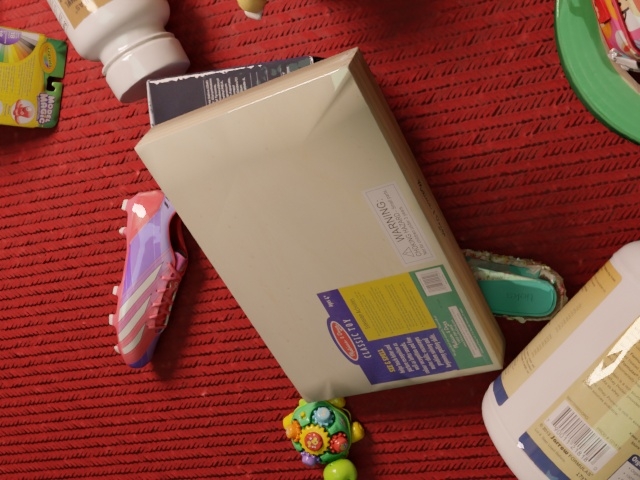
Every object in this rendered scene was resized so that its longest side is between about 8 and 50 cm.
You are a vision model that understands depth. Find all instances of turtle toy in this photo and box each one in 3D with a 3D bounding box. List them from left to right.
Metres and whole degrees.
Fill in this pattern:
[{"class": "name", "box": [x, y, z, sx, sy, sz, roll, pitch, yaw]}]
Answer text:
[{"class": "turtle toy", "box": [0.007, 0.265, 1.097, 0.095, 0.066, 0.130, -32, 90, 18]}]

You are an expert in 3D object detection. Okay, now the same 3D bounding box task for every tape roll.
[{"class": "tape roll", "box": [0.414, -0.248, 0.885, 0.321, 0.077, 0.321, 1, 96, 13]}]

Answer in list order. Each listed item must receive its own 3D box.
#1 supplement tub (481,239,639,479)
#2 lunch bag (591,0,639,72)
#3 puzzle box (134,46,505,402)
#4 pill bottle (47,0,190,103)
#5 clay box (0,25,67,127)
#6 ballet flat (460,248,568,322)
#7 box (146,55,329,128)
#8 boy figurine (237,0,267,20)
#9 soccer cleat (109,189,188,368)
[{"class": "supplement tub", "box": [0.353, 0.144, 0.897, 0.228, 0.228, 0.316, 41, 107, 6]}, {"class": "lunch bag", "box": [0.336, -0.317, 0.794, 0.258, 0.120, 0.293, -18, 93, 15]}, {"class": "puzzle box", "box": [0.009, 0.011, 0.946, 0.272, 0.052, 0.409, -15, 120, 27]}, {"class": "pill bottle", "box": [-0.263, -0.295, 1.043, 0.131, 0.131, 0.229, -30, 91, 18]}, {"class": "clay box", "box": [-0.452, -0.221, 1.095, 0.053, 0.222, 0.127, 26, 109, 49]}, {"class": "ballet flat", "box": [0.174, 0.047, 1.009, 0.241, 0.077, 0.091, 13, 107, 15]}, {"class": "box", "box": [-0.080, -0.152, 1.005, 0.207, 0.153, 0.108, -5, 98, 15]}, {"class": "boy figurine", "box": [-0.072, -0.330, 0.906, 0.092, 0.285, 0.177, 10, 105, 14]}, {"class": "soccer cleat", "box": [-0.221, 0.056, 1.120, 0.095, 0.083, 0.248, 7, 98, 9]}]
